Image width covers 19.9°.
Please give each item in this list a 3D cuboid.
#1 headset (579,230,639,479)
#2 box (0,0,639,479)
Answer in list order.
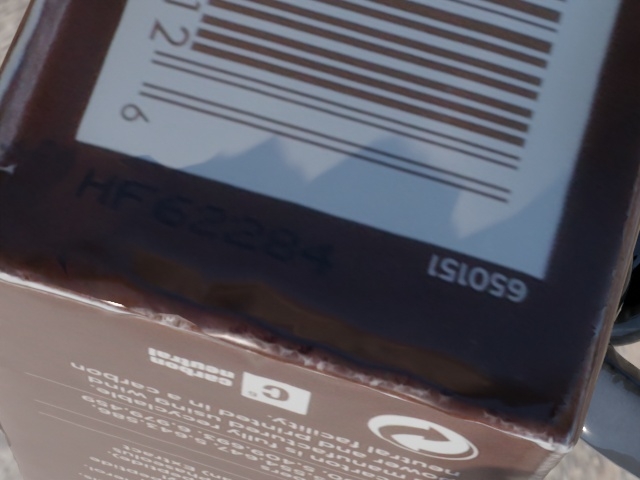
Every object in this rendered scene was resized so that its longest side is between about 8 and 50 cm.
[{"bbox_3d":[0.118,0.019,1.042,0.394,0.243,0.185,46,118,21],"label":"headset"},{"bbox_3d":[0.000,0.000,0.548,0.143,0.381,0.191,17,70,3],"label":"box"}]
